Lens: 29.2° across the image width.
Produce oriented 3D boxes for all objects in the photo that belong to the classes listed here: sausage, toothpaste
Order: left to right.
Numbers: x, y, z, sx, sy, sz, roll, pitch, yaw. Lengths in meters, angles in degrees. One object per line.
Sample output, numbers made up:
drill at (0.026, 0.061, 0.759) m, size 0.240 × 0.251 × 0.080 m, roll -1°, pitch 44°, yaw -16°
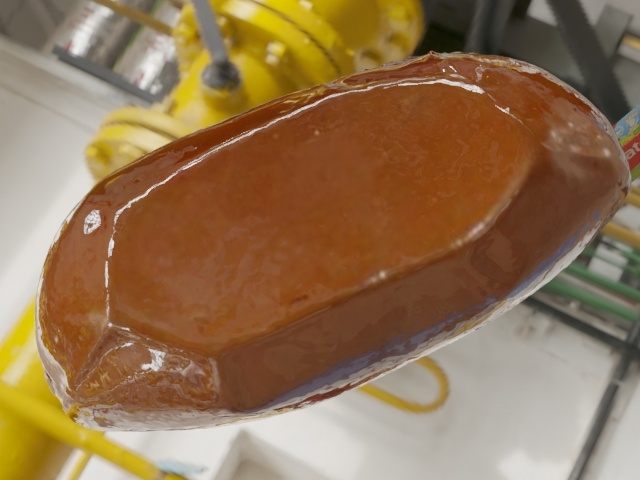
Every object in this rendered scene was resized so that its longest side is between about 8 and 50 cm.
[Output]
sausage at (0.000, 0.000, 0.350) m, size 0.179 × 0.089 × 0.089 m, roll -24°, pitch -18°, yaw -5°
toothpaste at (0.345, -0.124, 1.289) m, size 0.193 × 0.070 × 0.044 m, roll -43°, pitch 29°, yaw 37°
